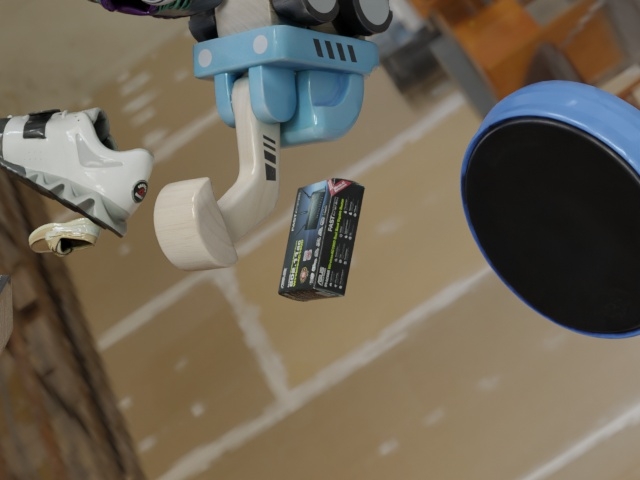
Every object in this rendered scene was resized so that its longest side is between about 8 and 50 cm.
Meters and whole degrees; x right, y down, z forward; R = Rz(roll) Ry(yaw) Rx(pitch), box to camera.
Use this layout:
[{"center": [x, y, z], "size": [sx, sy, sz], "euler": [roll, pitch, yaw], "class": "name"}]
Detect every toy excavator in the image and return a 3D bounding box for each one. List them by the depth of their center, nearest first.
[{"center": [-0.073, -0.183, 2.150], "size": [0.433, 0.222, 0.445], "euler": [-1, -96, -53], "class": "toy excavator"}]

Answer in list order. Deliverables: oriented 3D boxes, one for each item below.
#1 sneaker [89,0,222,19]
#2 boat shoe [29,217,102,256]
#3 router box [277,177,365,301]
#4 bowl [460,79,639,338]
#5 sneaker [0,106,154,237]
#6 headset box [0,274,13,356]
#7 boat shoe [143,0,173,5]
[{"center": [-0.223, -0.338, 2.063], "size": [0.098, 0.223, 0.083], "euler": [46, 131, 46], "class": "sneaker"}, {"center": [-0.403, 0.000, 2.292], "size": [0.050, 0.135, 0.045], "euler": [43, -138, -43], "class": "boat shoe"}, {"center": [0.000, 0.000, 1.534], "size": [0.038, 0.122, 0.092], "euler": [16, 168, -23], "class": "router box"}, {"center": [0.359, -0.032, 2.046], "size": [0.391, 0.077, 0.391], "euler": [30, 140, 30], "class": "bowl"}, {"center": [-0.373, -0.134, 2.093], "size": [0.330, 0.146, 0.122], "euler": [27, 172, 22], "class": "sneaker"}, {"center": [-0.640, 0.141, 2.452], "size": [0.293, 0.218, 0.110], "euler": [-117, 26, -78], "class": "headset box"}, {"center": [-0.232, -0.380, 1.538], "size": [0.102, 0.108, 0.301], "euler": [-43, -59, -49], "class": "boat shoe"}]
